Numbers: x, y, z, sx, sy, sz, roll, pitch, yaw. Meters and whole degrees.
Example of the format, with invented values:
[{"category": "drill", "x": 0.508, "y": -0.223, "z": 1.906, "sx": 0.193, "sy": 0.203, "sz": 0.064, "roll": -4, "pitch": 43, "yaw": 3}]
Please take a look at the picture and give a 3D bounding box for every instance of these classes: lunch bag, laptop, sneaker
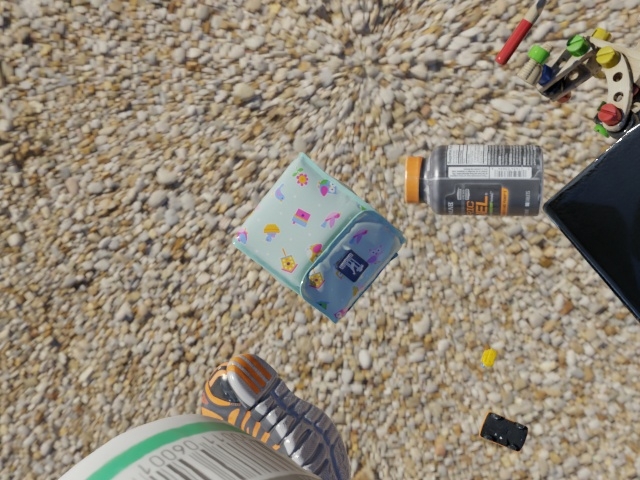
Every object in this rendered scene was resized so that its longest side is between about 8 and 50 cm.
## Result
[{"category": "lunch bag", "x": 0.000, "y": 0.000, "z": 1.745, "sx": 0.262, "sy": 0.160, "sz": 0.223, "roll": 39, "pitch": 88, "yaw": 0}, {"category": "laptop", "x": 0.616, "y": -0.049, "z": 1.316, "sx": 0.408, "sy": 0.236, "sz": 0.382, "roll": -32, "pitch": 77, "yaw": -29}, {"category": "sneaker", "x": -0.092, "y": 0.361, "z": 1.732, "sx": 0.321, "sy": 0.124, "sz": 0.180, "roll": 50, "pitch": 132, "yaw": 1}]

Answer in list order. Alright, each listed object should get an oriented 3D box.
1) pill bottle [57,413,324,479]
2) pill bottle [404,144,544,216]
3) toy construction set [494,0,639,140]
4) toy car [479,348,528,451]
[{"category": "pill bottle", "x": 0.023, "y": 0.239, "z": 0.397, "sx": 0.361, "sy": 0.204, "sz": 0.204, "roll": 24, "pitch": 104, "yaw": 38}, {"category": "pill bottle", "x": 0.276, "y": -0.109, "z": 1.688, "sx": 0.245, "sy": 0.130, "sz": 0.131, "roll": 1, "pitch": 101, "yaw": 10}, {"category": "toy construction set", "x": 0.509, "y": -0.345, "z": 1.700, "sx": 0.308, "sy": 0.257, "sz": 0.237, "roll": 29, "pitch": 103, "yaw": -17}, {"category": "toy car", "x": 0.223, "y": 0.194, "z": 1.140, "sx": 0.060, "sy": 0.040, "sz": 0.122, "roll": 5, "pitch": 86, "yaw": -5}]
